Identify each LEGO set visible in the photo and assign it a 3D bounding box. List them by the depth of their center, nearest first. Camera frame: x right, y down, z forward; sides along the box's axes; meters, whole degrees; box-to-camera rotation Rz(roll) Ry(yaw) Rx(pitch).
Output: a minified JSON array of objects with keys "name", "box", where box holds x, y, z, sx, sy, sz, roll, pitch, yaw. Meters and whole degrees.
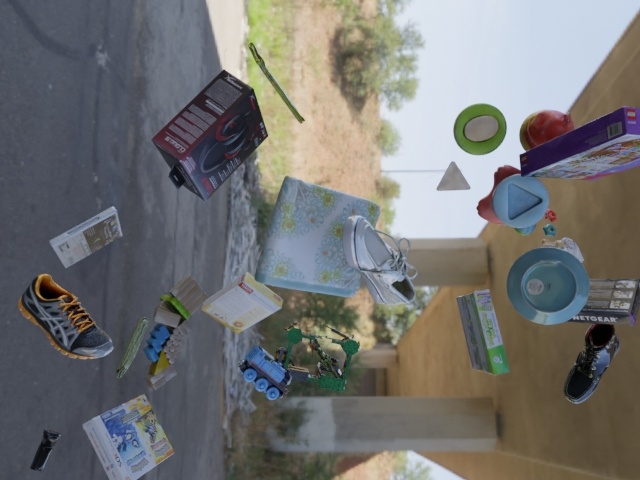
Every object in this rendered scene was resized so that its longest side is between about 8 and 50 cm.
[{"name":"LEGO set","box":[-0.019,0.443,2.127,0.192,0.332,0.254,-168,-97,-83]}]

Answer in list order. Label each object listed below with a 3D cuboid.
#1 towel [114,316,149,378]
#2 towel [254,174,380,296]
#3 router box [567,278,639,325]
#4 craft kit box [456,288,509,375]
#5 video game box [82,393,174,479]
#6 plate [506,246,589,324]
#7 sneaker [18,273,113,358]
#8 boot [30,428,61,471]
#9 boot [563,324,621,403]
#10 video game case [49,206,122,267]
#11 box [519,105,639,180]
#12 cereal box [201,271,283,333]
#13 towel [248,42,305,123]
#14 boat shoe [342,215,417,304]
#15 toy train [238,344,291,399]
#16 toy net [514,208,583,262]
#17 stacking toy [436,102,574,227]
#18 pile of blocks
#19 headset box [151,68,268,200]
[{"name":"towel","box":[-0.494,0.280,1.434,0.110,0.027,0.148,-40,-149,50]},{"name":"towel","box":[0.000,0.000,1.658,0.090,0.375,0.320,19,-85,52]},{"name":"router box","box":[0.755,0.163,1.478,0.133,0.179,0.046,-52,122,-34]},{"name":"craft kit box","box":[0.504,0.286,1.726,0.246,0.061,0.249,62,16,-81]},{"name":"video game box","box":[-0.497,0.522,1.435,0.187,0.048,0.205,61,19,7]},{"name":"plate","box":[0.544,0.110,1.311,0.024,0.188,0.188,-7,97,-77]},{"name":"sneaker","box":[-0.487,0.148,1.052,0.083,0.215,0.084,-59,173,24]},{"name":"boot","box":[-0.707,0.538,1.404,0.121,0.045,0.099,-40,-152,61]},{"name":"boot","box":[0.755,0.335,1.540,0.236,0.085,0.178,-52,140,-5]},{"name":"video game case","box":[-0.607,-0.006,1.435,0.022,0.173,0.190,53,-23,7]},{"name":"box","box":[0.584,-0.188,1.122,0.293,0.201,0.057,155,-65,-70]},{"name":"cereal box","box":[-0.271,0.221,1.896,0.173,0.240,0.047,42,34,-25]},{"name":"towel","box":[-0.115,-0.418,1.466,0.237,0.021,0.102,48,14,-49]},{"name":"boat shoe","box":[0.183,0.065,1.460,0.367,0.157,0.135,60,43,-44]},{"name":"toy train","box":[-0.167,0.411,1.695,0.184,0.105,0.080,44,-7,-19]},{"name":"toy net","box":[0.716,-0.016,1.696,0.122,0.232,0.045,-40,166,-25]},{"name":"stacking toy","box":[0.447,-0.194,1.328,0.130,0.280,0.308,-42,149,-80]},{"name":"pile of blocks","box":[-0.495,0.280,1.738,0.149,0.113,0.362,32,70,-38]},{"name":"headset box","box":[-0.285,-0.256,1.419,0.293,0.110,0.218,-49,161,-15]}]
